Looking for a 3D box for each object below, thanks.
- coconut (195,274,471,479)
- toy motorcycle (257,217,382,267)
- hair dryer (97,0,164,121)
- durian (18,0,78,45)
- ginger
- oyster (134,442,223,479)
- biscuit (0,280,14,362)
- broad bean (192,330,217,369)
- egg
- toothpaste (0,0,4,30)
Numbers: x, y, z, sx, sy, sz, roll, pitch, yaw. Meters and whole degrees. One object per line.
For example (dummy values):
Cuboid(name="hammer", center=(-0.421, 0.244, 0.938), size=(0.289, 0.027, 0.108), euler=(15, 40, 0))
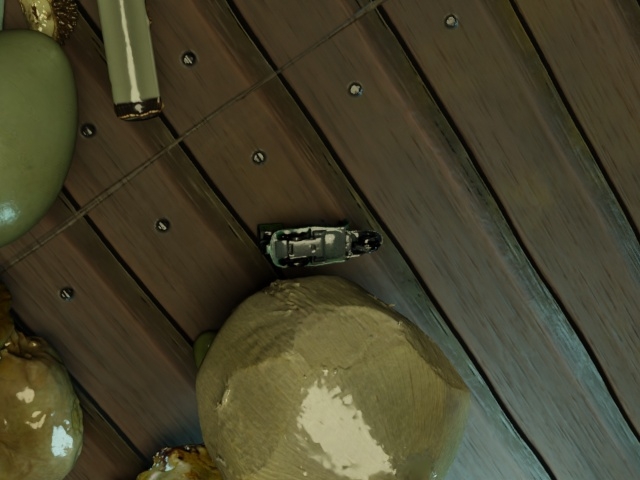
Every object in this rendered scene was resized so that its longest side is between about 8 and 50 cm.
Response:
Cuboid(name="coconut", center=(0.016, 0.228, 1.121), size=(0.347, 0.360, 0.346), euler=(-11, 114, -25))
Cuboid(name="toy motorcycle", center=(0.000, 0.000, 1.208), size=(0.173, 0.100, 0.058), euler=(-4, 108, -8))
Cuboid(name="hair dryer", center=(-0.241, -0.304, 1.033), size=(0.203, 0.128, 0.361), euler=(-9, 101, -11))
Cuboid(name="durian", center=(-0.345, -0.305, 1.082), size=(0.066, 0.052, 0.130), euler=(-4, 108, 29))
Cuboid(name="ginger", center=(-0.402, 0.242, 1.174), size=(0.152, 0.138, 0.267), euler=(9, 109, -9))
Cuboid(name="oyster", center=(-0.157, 0.458, 1.296), size=(0.221, 0.096, 0.361), euler=(-16, 108, 23))
Cuboid(name="biscuit", center=(-0.551, 0.095, 1.019), size=(0.335, 0.329, 0.078), euler=(21, 132, -10))
Cuboid(name="broad bean", center=(-0.156, 0.174, 1.256), size=(0.063, 0.045, 0.083), euler=(-8, 100, 4))
Cuboid(name="egg", center=(-0.406, -0.122, 1.024), size=(0.218, 0.218, 0.295), euler=(33, 84, -19))
Cuboid(name="toothpaste", center=(-0.411, -0.341, 1.053), size=(0.056, 0.036, 0.205), euler=(9, 108, -16))
